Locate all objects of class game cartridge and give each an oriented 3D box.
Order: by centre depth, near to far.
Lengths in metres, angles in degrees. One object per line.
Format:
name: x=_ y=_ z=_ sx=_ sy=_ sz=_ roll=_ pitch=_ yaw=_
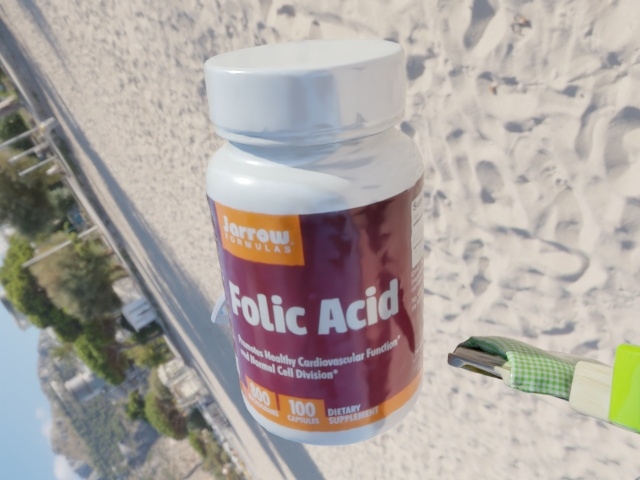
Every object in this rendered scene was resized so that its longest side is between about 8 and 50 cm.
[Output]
game cartridge: x=-0.130 y=0.094 z=0.869 sx=0.056 sy=0.083 sz=0.017 roll=14 pitch=-154 yaw=-43

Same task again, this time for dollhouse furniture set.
dollhouse furniture set: x=0.278 y=0.093 z=0.524 sx=0.197 sy=0.151 sz=0.301 roll=22 pitch=172 yaw=-8

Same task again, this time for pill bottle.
pill bottle: x=0.000 y=0.000 z=0.615 sx=0.224 sy=0.224 sz=0.392 roll=32 pitch=134 yaw=52

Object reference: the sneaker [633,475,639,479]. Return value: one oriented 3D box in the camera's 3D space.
sneaker: x=0.310 y=0.336 z=0.514 sx=0.086 sy=0.226 sz=0.163 roll=14 pitch=-164 yaw=-45
